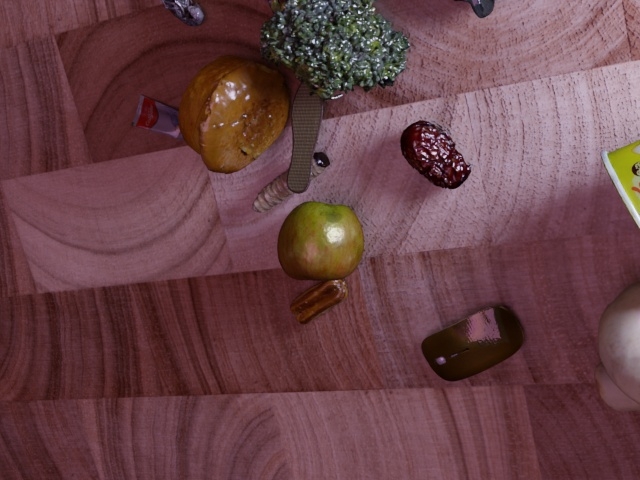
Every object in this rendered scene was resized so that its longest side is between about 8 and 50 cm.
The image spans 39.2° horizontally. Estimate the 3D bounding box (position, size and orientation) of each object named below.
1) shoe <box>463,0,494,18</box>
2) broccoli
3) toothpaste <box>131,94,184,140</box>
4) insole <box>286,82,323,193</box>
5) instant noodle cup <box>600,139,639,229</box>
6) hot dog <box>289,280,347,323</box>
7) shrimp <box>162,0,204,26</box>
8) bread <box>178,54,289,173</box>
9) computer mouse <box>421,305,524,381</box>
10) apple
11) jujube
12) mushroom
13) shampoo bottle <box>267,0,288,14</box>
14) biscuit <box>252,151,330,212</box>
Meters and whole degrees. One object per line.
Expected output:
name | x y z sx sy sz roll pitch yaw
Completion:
shoe | 0.252 -0.530 1.740 0.093 0.108 0.241 -24 90 32
broccoli | 0.019 -0.405 1.852 0.288 0.248 0.245 42 168 -21
toothpaste | -0.318 -0.266 2.143 0.301 0.048 0.075 21 120 20
insole | -0.037 -0.229 2.001 0.086 0.005 0.253 10 97 33
instant noodle cup | 0.674 -0.084 1.603 0.222 0.311 0.311 -32 93 22
hot dog | -0.003 0.140 2.141 0.165 0.045 0.071 -35 89 31
shrimp | -0.329 -0.551 2.036 0.165 0.056 0.065 50 137 -10
bread | -0.193 -0.279 1.964 0.146 0.268 0.268 31 120 30
computer mouse | 0.335 0.233 2.009 0.245 0.056 0.126 -30 93 32
apple | 0.000 0.000 2.007 0.196 0.196 0.195 9 112 23
jujube | 0.234 -0.173 1.882 0.104 0.104 0.166 -39 91 31
mushroom | 0.669 0.199 1.716 0.315 0.356 0.315 -4 102 -19
shampoo bottle | -0.002 -0.532 1.873 0.236 0.067 0.068 -12 85 25
biscuit | -0.071 -0.134 2.063 0.219 0.061 0.055 -35 85 32
